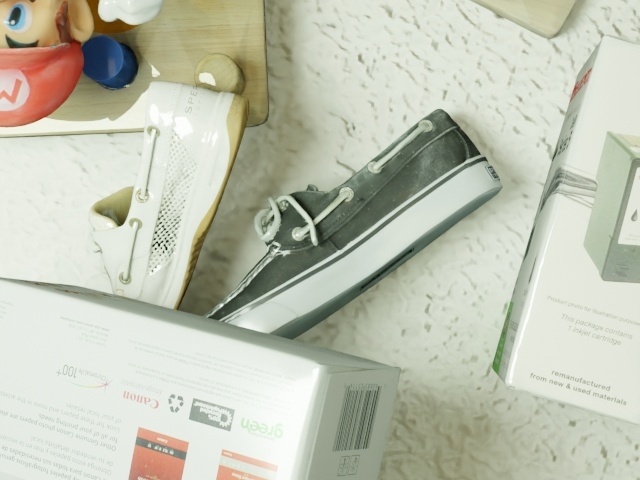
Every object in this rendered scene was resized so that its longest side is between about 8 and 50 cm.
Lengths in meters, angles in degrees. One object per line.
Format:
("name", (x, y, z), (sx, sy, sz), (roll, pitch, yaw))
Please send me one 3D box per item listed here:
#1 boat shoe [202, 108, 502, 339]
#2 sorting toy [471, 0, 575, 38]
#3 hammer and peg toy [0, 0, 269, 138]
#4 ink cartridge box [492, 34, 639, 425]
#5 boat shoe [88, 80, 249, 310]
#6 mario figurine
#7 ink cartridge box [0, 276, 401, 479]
("boat shoe", (0.000, -0.001, 1.172), (0.306, 0.113, 0.105), (-35, 81, -1))
("sorting toy", (0.144, -0.344, 1.180), (0.257, 0.089, 0.255), (28, 90, 3))
("hammer and peg toy", (-0.226, -0.207, 1.180), (0.361, 0.127, 0.266), (-3, 91, 3))
("ink cartridge box", (0.229, -0.007, 1.115), (0.115, 0.198, 0.273), (16, 89, 4))
("boat shoe", (-0.141, -0.009, 1.147), (0.096, 0.098, 0.277), (19, 117, -6))
("mario figurine", (-0.226, -0.243, 1.025), (0.198, 0.170, 0.320), (-5, 82, 37))
("ink cartridge box", (-0.129, 0.187, 1.027), (0.309, 0.130, 0.272), (13, 90, 28))
